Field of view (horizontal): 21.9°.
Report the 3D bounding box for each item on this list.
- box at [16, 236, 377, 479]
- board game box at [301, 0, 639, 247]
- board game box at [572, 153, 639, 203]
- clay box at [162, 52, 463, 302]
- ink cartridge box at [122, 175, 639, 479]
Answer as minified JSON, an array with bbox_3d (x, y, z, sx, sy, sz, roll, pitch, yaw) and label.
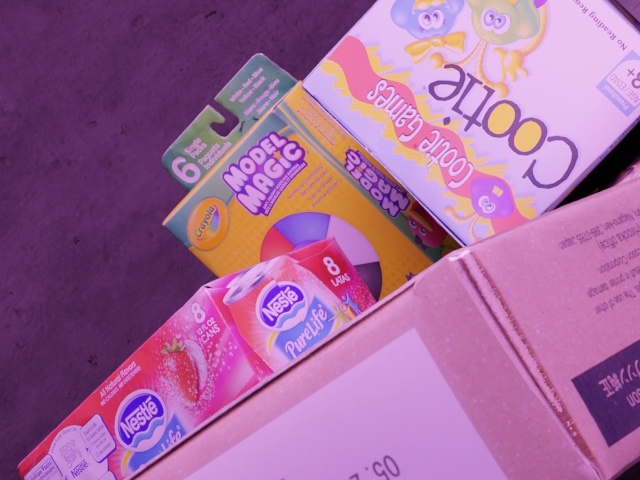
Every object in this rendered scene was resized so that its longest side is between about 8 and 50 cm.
[{"bbox_3d":[-0.063,0.123,1.030,0.123,0.128,0.257,-22,-15,-45],"label":"box"},{"bbox_3d":[0.115,-0.096,0.974,0.142,0.144,0.275,-46,-5,14],"label":"board game box"},{"bbox_3d":[0.167,-0.003,0.774,0.243,0.042,0.165,-42,9,47],"label":"board game box"},{"bbox_3d":[0.000,0.000,1.049,0.127,0.222,0.053,-44,6,36],"label":"clay box"},{"bbox_3d":[0.038,0.074,0.615,0.235,0.088,0.193,-36,-9,36],"label":"ink cartridge box"}]
